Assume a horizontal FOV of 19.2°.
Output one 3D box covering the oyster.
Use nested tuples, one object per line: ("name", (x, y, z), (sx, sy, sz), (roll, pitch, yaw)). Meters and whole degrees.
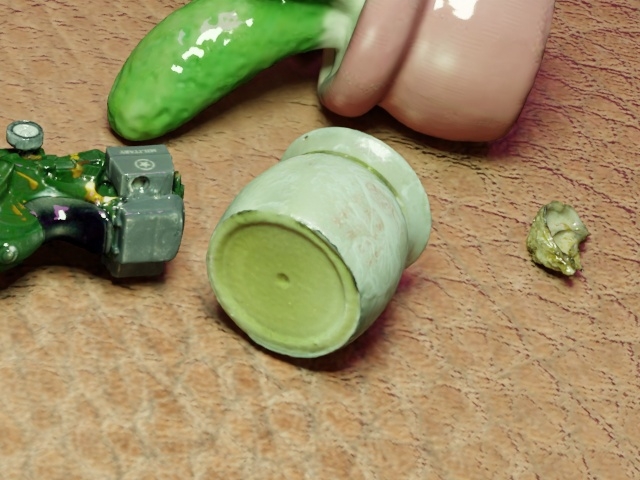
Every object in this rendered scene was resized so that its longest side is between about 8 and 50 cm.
("oyster", (0.211, 0.005, 1.655), (0.083, 0.038, 0.080), (3, 46, -51))

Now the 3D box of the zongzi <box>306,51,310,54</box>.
("zongzi", (-0.030, -0.217, 1.821), (0.067, 0.073, 0.083), (-40, 103, -43))

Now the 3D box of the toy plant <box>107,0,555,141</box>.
("toy plant", (0.021, -0.196, 1.689), (0.356, 0.210, 0.317), (18, 80, -14))

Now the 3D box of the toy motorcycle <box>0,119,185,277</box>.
("toy motorcycle", (-0.231, -0.014, 1.485), (0.275, 0.124, 0.187), (-5, 35, -20))

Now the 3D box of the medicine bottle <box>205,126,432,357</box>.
("medicine bottle", (0.000, 0.000, 1.507), (0.147, 0.147, 0.143), (25, 39, 13))
